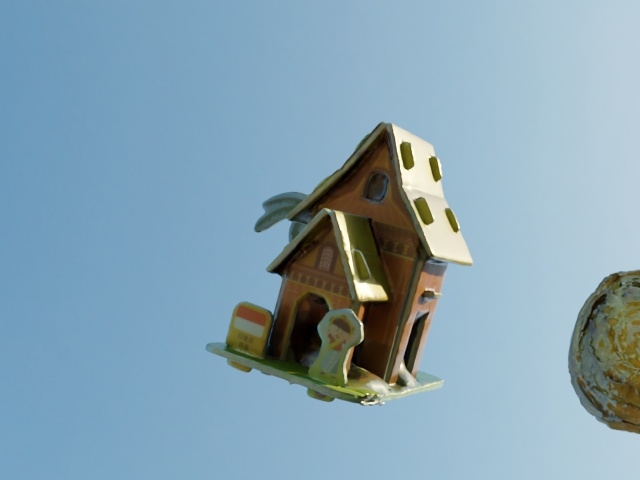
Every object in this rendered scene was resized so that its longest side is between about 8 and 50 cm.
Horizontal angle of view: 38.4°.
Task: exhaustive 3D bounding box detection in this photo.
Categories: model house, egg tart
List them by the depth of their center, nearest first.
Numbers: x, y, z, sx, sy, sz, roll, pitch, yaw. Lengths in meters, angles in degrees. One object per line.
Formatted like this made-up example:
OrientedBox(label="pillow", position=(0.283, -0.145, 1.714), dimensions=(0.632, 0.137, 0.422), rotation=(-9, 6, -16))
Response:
OrientedBox(label="model house", position=(0.000, 0.000, 1.138), dimensions=(0.300, 0.340, 0.323), rotation=(12, -86, -63))
OrientedBox(label="egg tart", position=(0.506, 0.153, 1.376), dimensions=(0.291, 0.291, 0.107), rotation=(-40, -41, -1))
